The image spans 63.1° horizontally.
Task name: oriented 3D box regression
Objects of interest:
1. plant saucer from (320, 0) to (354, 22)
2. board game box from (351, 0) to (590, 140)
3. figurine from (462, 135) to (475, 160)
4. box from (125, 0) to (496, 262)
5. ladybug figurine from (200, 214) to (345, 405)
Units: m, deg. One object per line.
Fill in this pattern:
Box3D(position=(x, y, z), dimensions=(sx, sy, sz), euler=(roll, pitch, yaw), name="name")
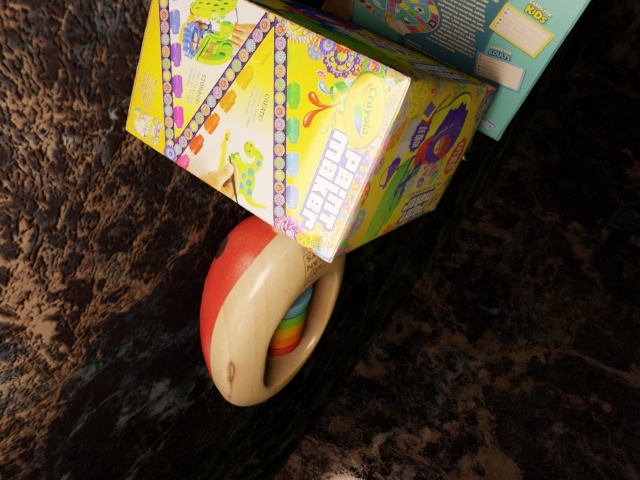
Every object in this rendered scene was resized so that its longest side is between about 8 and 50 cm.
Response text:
Box3D(position=(0.053, -0.313, 0.811), dimensions=(0.198, 0.036, 0.198), euler=(-47, 157, -27), name="plant saucer")
Box3D(position=(0.167, -0.287, 0.607), dimensions=(0.079, 0.254, 0.336), euler=(-56, 171, -16), name="board game box")
Box3D(position=(0.407, -0.346, 1.513), dimensions=(0.215, 0.092, 0.209), euler=(-14, 125, -61), name="figurine")
Box3D(position=(0.002, -0.148, 0.588), dimensions=(0.290, 0.279, 0.177), euler=(-24, 142, -57), name="box")
Box3D(position=(-0.093, 0.108, 0.914), dimensions=(0.305, 0.162, 0.449), euler=(-38, 153, -41), name="ladybug figurine")
